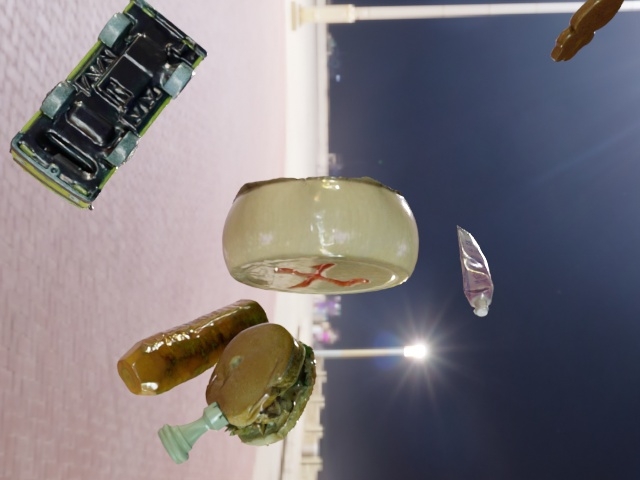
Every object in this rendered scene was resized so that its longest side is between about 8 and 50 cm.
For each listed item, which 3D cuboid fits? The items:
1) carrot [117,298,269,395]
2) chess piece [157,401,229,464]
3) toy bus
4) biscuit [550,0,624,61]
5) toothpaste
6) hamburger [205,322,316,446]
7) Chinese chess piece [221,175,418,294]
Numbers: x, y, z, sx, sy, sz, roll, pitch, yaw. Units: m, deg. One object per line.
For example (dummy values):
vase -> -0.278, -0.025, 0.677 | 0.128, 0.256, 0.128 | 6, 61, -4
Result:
carrot -> -0.247, 0.208, 1.628 | 0.114, 0.301, 0.114 | 27, -52, 42
chess piece -> -0.199, 0.301, 1.315 | 0.067, 0.103, 0.067 | 56, -6, 9
toy bus -> -0.277, -0.168, 1.073 | 0.262, 0.128, 0.150 | -58, -165, -22
biscuit -> 0.501, -0.411, 1.566 | 0.026, 0.124, 0.175 | 56, -46, 21
toothpaste -> 0.389, 0.076, 2.094 | 0.301, 0.075, 0.048 | -88, -166, -50
hamburger -> -0.092, 0.243, 1.441 | 0.122, 0.189, 0.215 | 41, 47, -32
Chinese chess piece -> 0.000, 0.000, 1.429 | 0.338, 0.338, 0.141 | 86, 6, -74
